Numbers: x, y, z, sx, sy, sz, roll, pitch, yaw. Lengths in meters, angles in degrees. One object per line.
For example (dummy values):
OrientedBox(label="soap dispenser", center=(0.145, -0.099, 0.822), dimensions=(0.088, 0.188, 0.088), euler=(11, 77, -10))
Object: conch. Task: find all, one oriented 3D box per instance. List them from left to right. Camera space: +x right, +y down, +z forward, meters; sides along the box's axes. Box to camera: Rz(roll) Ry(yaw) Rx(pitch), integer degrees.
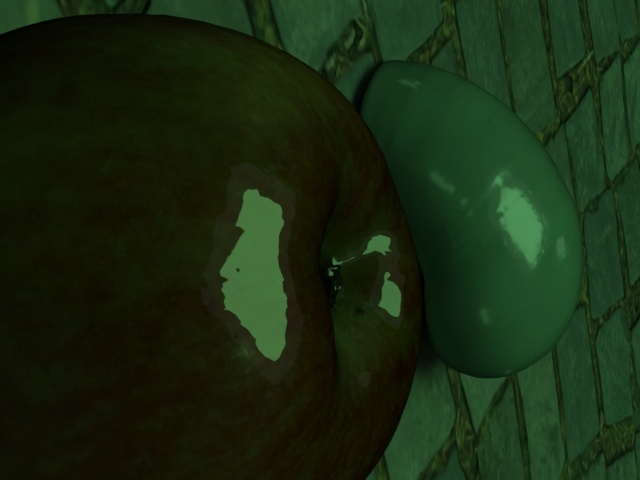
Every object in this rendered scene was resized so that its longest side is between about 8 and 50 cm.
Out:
OrientedBox(label="conch", center=(0.100, -0.020, 0.944), dimensions=(0.185, 0.121, 0.221), euler=(-114, 180, -64))

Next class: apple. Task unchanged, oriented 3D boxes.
OrientedBox(label="apple", center=(-0.062, 0.019, 0.475), dimensions=(0.188, 0.174, 0.188), euler=(28, 59, -59))
